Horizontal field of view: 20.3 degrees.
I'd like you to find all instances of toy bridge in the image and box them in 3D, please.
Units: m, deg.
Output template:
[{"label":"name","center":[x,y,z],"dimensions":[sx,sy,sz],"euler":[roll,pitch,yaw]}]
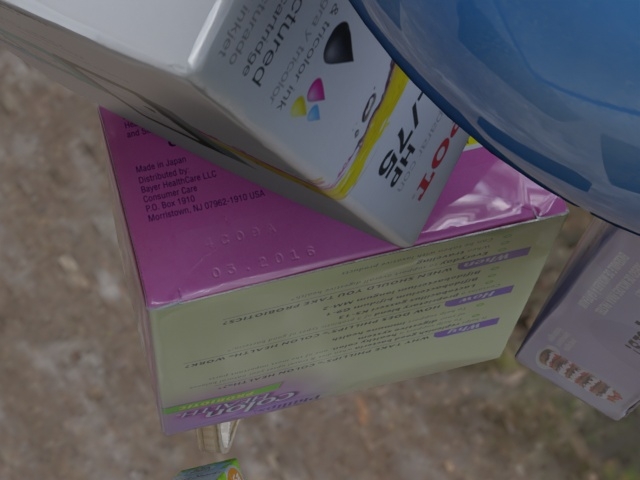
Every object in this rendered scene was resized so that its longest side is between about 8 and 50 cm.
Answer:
[{"label":"toy bridge","center":[-0.080,0.132,1.375],"dimensions":[0.188,0.026,0.063],"euler":[56,40,-82]}]

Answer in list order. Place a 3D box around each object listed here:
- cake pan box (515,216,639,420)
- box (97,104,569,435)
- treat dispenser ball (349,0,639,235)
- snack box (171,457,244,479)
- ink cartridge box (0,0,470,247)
[{"label":"cake pan box","center":[0.187,-0.060,0.767],"dimensions":[0.070,0.246,0.267],"euler":[28,-15,4]},{"label":"box","center":[0.000,0.000,0.981],"dimensions":[0.243,0.213,0.117],"euler":[96,-21,-69]},{"label":"treat dispenser ball","center":[0.126,-0.135,0.408],"dimensions":[0.288,0.288,0.288],"euler":[41,31,-32]},{"label":"snack box","center":[-0.049,0.193,0.899],"dimensions":[0.100,0.037,0.141],"euler":[-44,117,-72]},{"label":"ink cartridge box","center":[-0.037,-0.145,0.686],"dimensions":[0.197,0.198,0.270],"euler":[26,-2,21]}]
